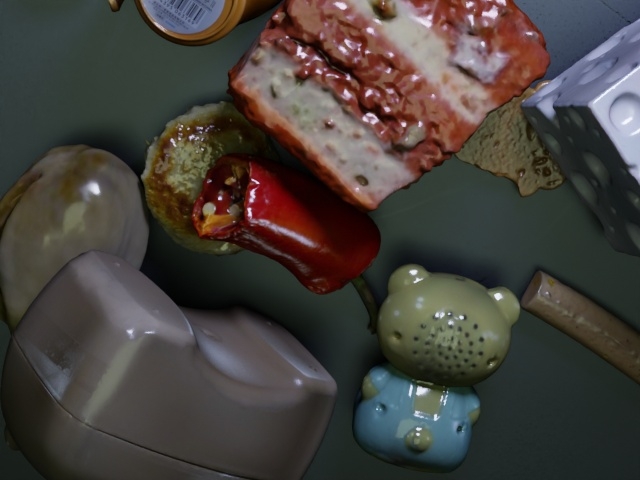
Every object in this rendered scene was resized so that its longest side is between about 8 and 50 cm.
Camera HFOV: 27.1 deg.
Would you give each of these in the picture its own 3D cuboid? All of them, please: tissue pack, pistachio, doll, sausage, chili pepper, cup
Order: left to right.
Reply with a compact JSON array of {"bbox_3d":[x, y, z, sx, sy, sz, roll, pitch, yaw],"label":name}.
[{"bbox_3d":[-0.327,0.008,1.713,0.197,0.166,0.288,8,116,-28],"label":"pistachio"},{"bbox_3d":[-0.195,0.205,1.644,0.387,0.267,0.277,23,99,-41],"label":"tissue pack"},{"bbox_3d":[-0.149,-0.324,1.589,0.226,0.264,0.182,-11,111,14],"label":"cup"},{"bbox_3d":[0.003,-0.003,1.695,0.338,0.134,0.131,28,59,-36],"label":"chili pepper"},{"bbox_3d":[0.144,0.165,1.741,0.177,0.161,0.260,17,105,-2],"label":"doll"},{"bbox_3d":[0.403,0.145,1.785,0.301,0.066,0.066,33,101,-9],"label":"sausage"}]

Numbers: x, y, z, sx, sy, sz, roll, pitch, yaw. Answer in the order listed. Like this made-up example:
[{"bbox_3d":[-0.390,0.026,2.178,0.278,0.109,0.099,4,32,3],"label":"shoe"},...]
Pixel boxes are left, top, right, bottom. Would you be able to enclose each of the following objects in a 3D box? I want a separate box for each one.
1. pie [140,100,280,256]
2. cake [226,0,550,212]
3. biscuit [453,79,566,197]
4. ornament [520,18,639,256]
[{"bbox_3d":[-0.136,-0.075,1.720,0.179,0.084,0.205,-21,116,0],"label":"pie"},{"bbox_3d":[0.075,-0.217,1.599,0.269,0.270,0.319,43,101,-9],"label":"cake"},{"bbox_3d":[0.288,-0.137,1.734,0.250,0.035,0.162,0,105,0],"label":"biscuit"},{"bbox_3d":[0.432,-0.136,1.606,0.240,0.239,0.240,-36,100,-5],"label":"ornament"}]
